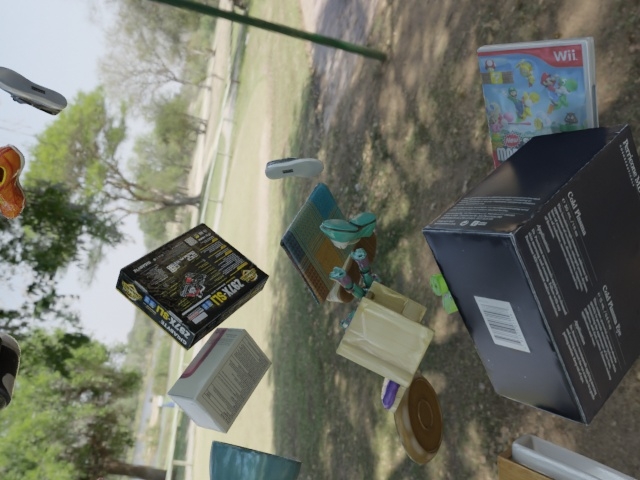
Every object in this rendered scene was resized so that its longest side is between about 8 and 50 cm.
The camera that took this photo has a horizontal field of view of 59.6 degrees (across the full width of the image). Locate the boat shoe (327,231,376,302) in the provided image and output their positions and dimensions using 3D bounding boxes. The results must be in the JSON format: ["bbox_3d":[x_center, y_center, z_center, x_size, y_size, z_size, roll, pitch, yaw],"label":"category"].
[{"bbox_3d":[0.117,0.092,2.230,0.110,0.121,0.341,-6,47,49],"label":"boat shoe"}]

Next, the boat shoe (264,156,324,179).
[{"bbox_3d":[-0.096,-0.278,2.054,0.070,0.219,0.078,-90,-5,-45],"label":"boat shoe"}]

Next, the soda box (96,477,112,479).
[{"bbox_3d":[-0.458,0.590,1.142,0.058,0.062,0.183,-46,28,39],"label":"soda box"}]

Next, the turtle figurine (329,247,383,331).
[{"bbox_3d":[0.121,0.146,1.461,0.118,0.234,0.175,1,41,41],"label":"turtle figurine"}]

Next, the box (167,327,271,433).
[{"bbox_3d":[-0.263,0.365,1.485,0.126,0.149,0.232,-5,38,41],"label":"box"}]

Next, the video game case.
[{"bbox_3d":[0.392,-0.211,1.001,0.204,0.025,0.285,17,133,48],"label":"video game case"}]

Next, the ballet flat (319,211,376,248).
[{"bbox_3d":[0.080,-0.020,1.598,0.083,0.247,0.087,27,115,30],"label":"ballet flat"}]

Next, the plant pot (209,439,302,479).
[{"bbox_3d":[-0.218,0.744,1.709,0.290,0.290,0.196,140,146,-66],"label":"plant pot"}]

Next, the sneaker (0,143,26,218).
[{"bbox_3d":[-0.586,-0.103,1.025,0.067,0.064,0.175,-47,-14,-45],"label":"sneaker"}]

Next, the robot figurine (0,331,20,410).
[{"bbox_3d":[-0.985,0.394,1.630,0.174,0.208,0.278,66,-174,-45],"label":"robot figurine"}]

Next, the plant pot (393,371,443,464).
[{"bbox_3d":[0.262,0.454,1.451,0.032,0.236,0.237,-20,51,33],"label":"plant pot"}]

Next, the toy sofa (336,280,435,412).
[{"bbox_3d":[0.129,0.207,1.181,0.177,0.150,0.362,-64,-7,5],"label":"toy sofa"}]

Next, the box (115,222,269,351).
[{"bbox_3d":[-0.330,0.108,1.480,0.322,0.257,0.079,-40,-15,-51],"label":"box"}]

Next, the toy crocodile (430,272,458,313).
[{"bbox_3d":[0.400,0.070,1.658,0.105,0.115,0.341,-137,37,-58],"label":"toy crocodile"}]

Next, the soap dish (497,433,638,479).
[{"bbox_3d":[0.467,0.458,0.988,0.229,0.290,0.118,26,-98,-60],"label":"soap dish"}]

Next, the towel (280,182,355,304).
[{"bbox_3d":[0.000,0.000,1.875,0.040,0.272,0.370,-16,27,33],"label":"towel"}]

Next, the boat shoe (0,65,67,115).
[{"bbox_3d":[-0.881,-0.438,1.665,0.076,0.228,0.080,-38,54,30],"label":"boat shoe"}]

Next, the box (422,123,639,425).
[{"bbox_3d":[0.382,0.045,0.898,0.178,0.312,0.344,6,128,59],"label":"box"}]
